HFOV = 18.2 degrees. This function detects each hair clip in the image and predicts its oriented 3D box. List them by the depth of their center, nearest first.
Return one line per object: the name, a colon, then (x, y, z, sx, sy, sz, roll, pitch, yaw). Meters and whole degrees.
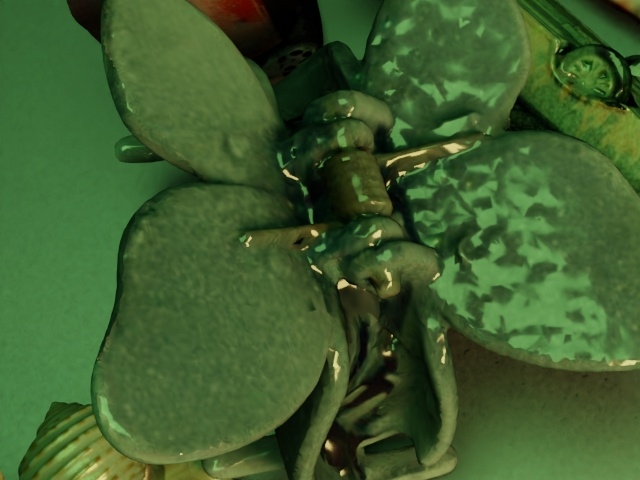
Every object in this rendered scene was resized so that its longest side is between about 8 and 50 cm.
hair clip: (0.000, 0.000, 1.281, 0.392, 0.238, 0.318, -12, 69, -19)

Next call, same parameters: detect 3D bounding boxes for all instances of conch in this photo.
conch: (-0.131, 0.172, 1.341, 0.135, 0.102, 0.153, -32, 103, -19)

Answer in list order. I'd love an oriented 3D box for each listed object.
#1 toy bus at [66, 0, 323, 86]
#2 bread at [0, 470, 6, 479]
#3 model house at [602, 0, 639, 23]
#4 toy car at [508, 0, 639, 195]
toy bus: (-0.091, -0.193, 1.348, 0.147, 0.303, 0.127, -21, 72, 6)
bread: (-0.314, 0.228, 1.324, 0.251, 0.174, 0.133, -22, 26, -8)
model house: (0.261, -0.319, 1.405, 0.253, 0.184, 0.291, 36, 68, 17)
toy car: (0.134, -0.139, 1.383, 0.320, 0.141, 0.097, 44, 109, 19)
